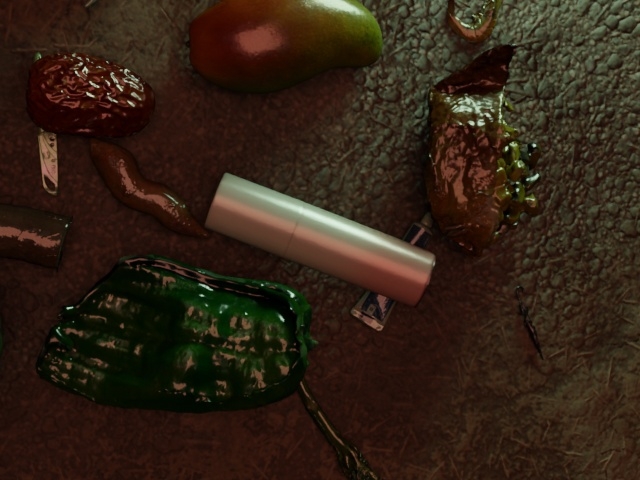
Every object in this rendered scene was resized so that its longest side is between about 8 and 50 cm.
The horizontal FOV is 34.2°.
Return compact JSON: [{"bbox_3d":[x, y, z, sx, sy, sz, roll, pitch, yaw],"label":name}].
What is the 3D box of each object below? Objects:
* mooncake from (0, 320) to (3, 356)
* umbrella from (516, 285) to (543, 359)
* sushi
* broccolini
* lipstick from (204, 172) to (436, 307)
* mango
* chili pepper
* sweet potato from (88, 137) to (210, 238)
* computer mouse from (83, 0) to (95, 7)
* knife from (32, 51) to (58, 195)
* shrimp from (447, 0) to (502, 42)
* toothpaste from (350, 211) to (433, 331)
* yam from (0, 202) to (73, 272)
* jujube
[{"bbox_3d":[-0.541,0.201,1.286,0.194,0.356,0.356,24,85,-1],"label":"mooncake"},{"bbox_3d":[0.323,0.130,1.615,0.022,0.013,0.122,-18,92,-31],"label":"umbrella"},{"bbox_3d":[0.240,-0.123,1.536,0.179,0.167,0.296,1,80,8],"label":"sushi"},{"bbox_3d":[0.021,0.285,1.547,0.054,0.051,0.239,-32,89,3],"label":"broccolini"},{"bbox_3d":[0.000,0.000,1.500,0.327,0.087,0.087,21,86,-3],"label":"lipstick"},{"bbox_3d":[-0.048,-0.294,1.496,0.289,0.129,0.146,-19,91,-19],"label":"mango"},{"bbox_3d":[-0.194,0.136,1.450,0.385,0.167,0.213,3,74,1],"label":"chili pepper"},{"bbox_3d":[-0.251,-0.066,1.490,0.218,0.051,0.065,41,81,-7],"label":"sweet potato"},{"bbox_3d":[-0.255,-0.510,1.465,0.200,0.115,0.389,27,84,-6],"label":"computer mouse"},{"bbox_3d":[-0.391,-0.166,1.486,0.030,0.014,0.207,-5,91,-16],"label":"knife"},{"bbox_3d":[0.239,-0.363,1.599,0.083,0.023,0.114,25,89,-7],"label":"shrimp"},{"bbox_3d":[0.117,0.042,1.567,0.057,0.035,0.197,31,86,5],"label":"toothpaste"},{"bbox_3d":[-0.416,-0.008,1.447,0.127,0.084,0.084,12,87,-13],"label":"yam"},{"bbox_3d":[-0.321,-0.199,1.455,0.176,0.109,0.112,6,121,-21],"label":"jujube"}]
